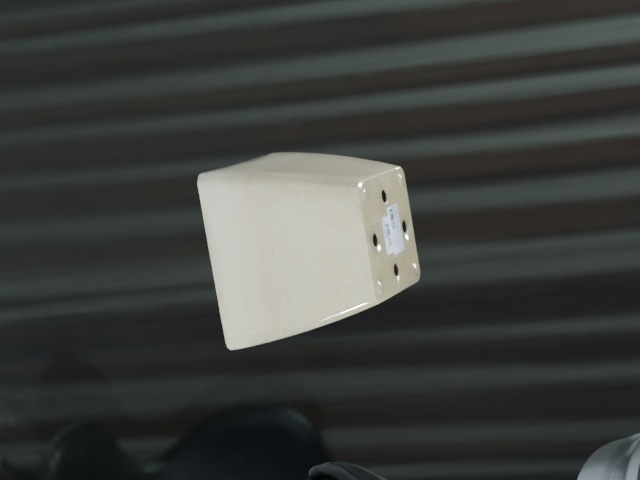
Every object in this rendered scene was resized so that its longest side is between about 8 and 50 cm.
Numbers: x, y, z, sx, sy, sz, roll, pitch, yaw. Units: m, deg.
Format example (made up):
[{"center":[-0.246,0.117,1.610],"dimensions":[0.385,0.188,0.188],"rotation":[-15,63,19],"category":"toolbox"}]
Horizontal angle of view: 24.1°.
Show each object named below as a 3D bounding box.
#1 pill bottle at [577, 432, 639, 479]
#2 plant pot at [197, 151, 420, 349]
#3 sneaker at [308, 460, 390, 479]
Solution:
[{"center":[0.336,0.197,1.137],"dimensions":[0.283,0.161,0.161],"rotation":[-27,-119,54],"category":"pill bottle"},{"center":[0.000,0.000,0.919],"dimensions":[0.109,0.096,0.109],"rotation":[-22,104,-62],"category":"plant pot"},{"center":[0.020,0.139,0.607],"dimensions":[0.087,0.130,0.227],"rotation":[-63,-167,-12],"category":"sneaker"}]
